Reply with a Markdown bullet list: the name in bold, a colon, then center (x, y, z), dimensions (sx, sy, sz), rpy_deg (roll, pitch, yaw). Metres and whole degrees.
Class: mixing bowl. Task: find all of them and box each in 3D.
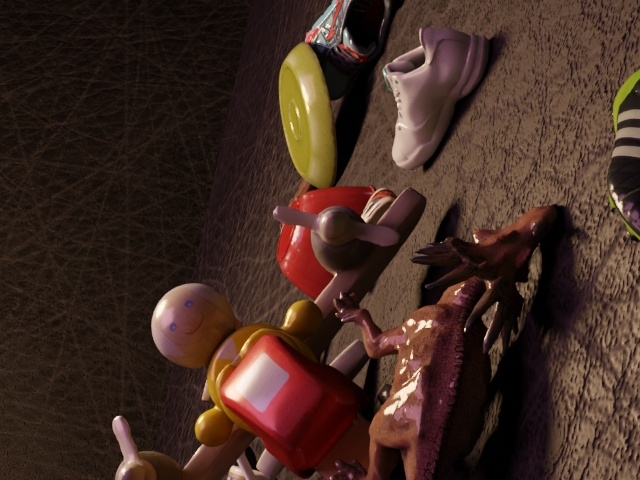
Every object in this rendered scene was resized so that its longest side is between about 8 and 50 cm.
- **mixing bowl**: center (0.000, 0.000, 1.740), dimensions (0.181, 0.098, 0.181), rpy_deg (-164, 90, -78)

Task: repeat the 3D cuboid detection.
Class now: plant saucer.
- **plant saucer**: center (-0.026, -0.194, 2.038), dimensions (0.241, 0.037, 0.241), rpy_deg (169, 90, -77)

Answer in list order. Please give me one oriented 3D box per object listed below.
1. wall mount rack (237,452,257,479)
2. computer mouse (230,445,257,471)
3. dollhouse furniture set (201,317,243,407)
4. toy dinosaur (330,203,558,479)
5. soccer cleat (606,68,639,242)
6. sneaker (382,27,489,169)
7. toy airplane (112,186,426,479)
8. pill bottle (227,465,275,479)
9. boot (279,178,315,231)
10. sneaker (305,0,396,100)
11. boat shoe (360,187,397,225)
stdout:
- **wall mount rack**: center (-0.114, 0.418, 1.615), dimensions (0.350, 0.130, 0.304), rpy_deg (130, 154, -63)
- **computer mouse**: center (-0.130, 0.430, 1.951), dimensions (0.071, 0.041, 0.242), rpy_deg (-112, 31, -86)
- **dollhouse furniture set**: center (-0.066, 0.195, 1.820), dimensions (0.184, 0.129, 0.129), rpy_deg (52, -131, -66)
- **toy dinosaur**: center (0.100, 0.112, 1.033), dimensions (0.200, 0.127, 0.296), rpy_deg (141, 139, -60)
- **soccer cleat**: center (0.222, -0.062, 0.823), dimensions (0.179, 0.060, 0.072), rpy_deg (-82, 14, -47)
- **sneaker**: center (0.109, -0.166, 1.445), dimensions (0.212, 0.094, 0.080), rpy_deg (118, 162, -49)
- **toy airplane**: center (-0.056, 0.140, 1.337), dimensions (0.384, 0.272, 0.386), rpy_deg (-48, 7, 41)
- **pill bottle**: center (-0.110, 0.385, 1.811), dimensions (0.067, 0.067, 0.120), rpy_deg (163, 123, -77)
- **boot**: center (-0.030, -0.068, 2.167), dimensions (0.106, 0.037, 0.114), rpy_deg (-90, 23, -48)
- **sneaker**: center (0.042, -0.314, 1.976), dimensions (0.125, 0.104, 0.262), rpy_deg (-91, 20, -50)
- **boat shoe**: center (0.060, 0.001, 1.575), dimensions (0.043, 0.049, 0.137), rpy_deg (-108, 41, -68)
